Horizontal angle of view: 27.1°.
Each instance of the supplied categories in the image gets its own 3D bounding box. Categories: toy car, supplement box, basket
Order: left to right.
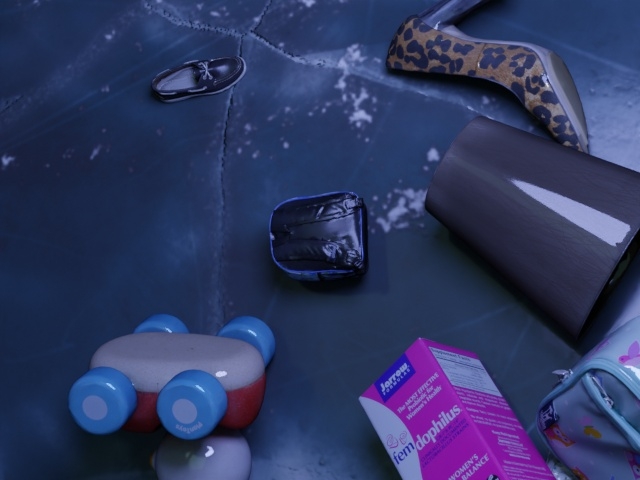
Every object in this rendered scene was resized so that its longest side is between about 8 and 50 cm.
[{"bbox_3d":[-0.162,0.232,1.560,0.210,0.219,0.238,1,106,15],"label":"toy car"},{"bbox_3d":[0.154,0.228,1.449,0.111,0.114,0.220,-48,49,21],"label":"supplement box"},{"bbox_3d":[0.244,-0.030,1.500,0.227,0.154,0.204,31,94,17],"label":"basket"}]

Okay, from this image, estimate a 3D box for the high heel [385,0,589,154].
[{"bbox_3d":[0.200,-0.178,1.605,0.186,0.093,0.261,-32,79,25],"label":"high heel"}]

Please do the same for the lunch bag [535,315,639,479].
[{"bbox_3d":[0.353,0.218,1.351,0.108,0.224,0.279,-38,79,-23],"label":"lunch bag"}]

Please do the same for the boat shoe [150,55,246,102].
[{"bbox_3d":[-0.158,-0.212,1.717,0.125,0.038,0.046,-13,75,12],"label":"boat shoe"}]

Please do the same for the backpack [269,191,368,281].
[{"bbox_3d":[0.000,0.000,1.601,0.114,0.084,0.105,-4,76,9],"label":"backpack"}]

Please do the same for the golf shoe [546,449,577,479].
[{"bbox_3d":[0.273,0.266,1.467,0.069,0.086,0.176,11,79,19],"label":"golf shoe"}]
